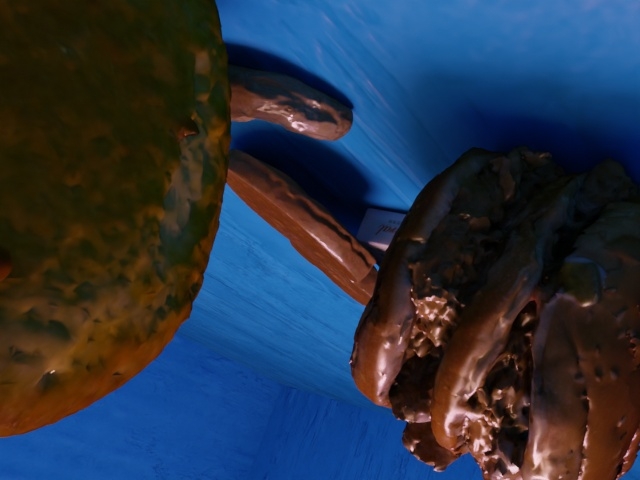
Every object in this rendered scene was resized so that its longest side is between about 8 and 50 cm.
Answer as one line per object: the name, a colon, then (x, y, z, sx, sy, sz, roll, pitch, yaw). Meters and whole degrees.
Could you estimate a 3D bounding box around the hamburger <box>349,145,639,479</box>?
hamburger: (0.161, 0.051, 0.498, 0.211, 0.260, 0.245, 28, 125, 31)

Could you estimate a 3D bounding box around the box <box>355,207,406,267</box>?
box: (0.114, 0.022, 0.738, 0.100, 0.048, 0.152, 14, 160, 32)

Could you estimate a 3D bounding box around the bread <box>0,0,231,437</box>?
bread: (-0.204, -0.054, 0.356, 0.204, 0.358, 0.337, -3, 153, 43)

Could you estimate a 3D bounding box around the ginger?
ginger: (-0.062, -0.112, 0.529, 0.173, 0.051, 0.069, 18, 166, 16)

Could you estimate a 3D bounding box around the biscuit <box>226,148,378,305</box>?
biscuit: (0.001, -0.001, 0.711, 0.288, 0.044, 0.202, 42, 173, -38)
